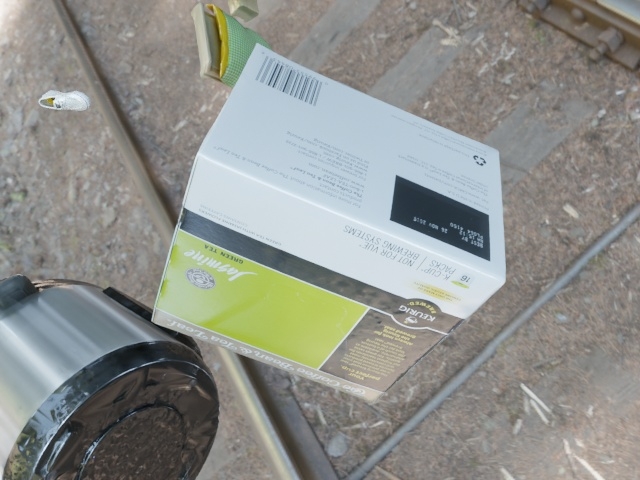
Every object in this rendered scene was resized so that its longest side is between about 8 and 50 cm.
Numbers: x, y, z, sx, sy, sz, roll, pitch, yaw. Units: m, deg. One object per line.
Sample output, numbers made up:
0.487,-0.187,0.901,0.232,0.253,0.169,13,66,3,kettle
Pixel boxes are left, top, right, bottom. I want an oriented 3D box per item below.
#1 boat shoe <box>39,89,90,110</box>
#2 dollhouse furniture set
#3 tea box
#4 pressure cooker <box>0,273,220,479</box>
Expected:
-0.449,-0.241,0.998,0.100,0.035,0.035,12,43,19,boat shoe
-0.135,-0.446,1.101,0.151,0.197,0.302,-21,72,36,dollhouse furniture set
0.000,0.000,0.717,0.324,0.328,0.220,122,167,-46,tea box
-0.430,0.263,0.980,0.420,0.375,0.370,22,93,36,pressure cooker
